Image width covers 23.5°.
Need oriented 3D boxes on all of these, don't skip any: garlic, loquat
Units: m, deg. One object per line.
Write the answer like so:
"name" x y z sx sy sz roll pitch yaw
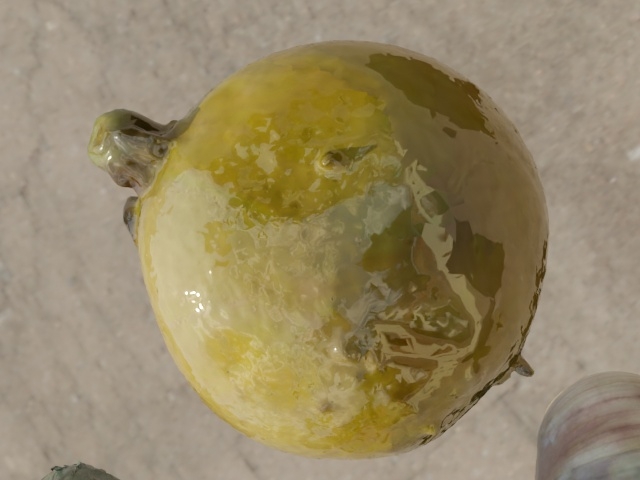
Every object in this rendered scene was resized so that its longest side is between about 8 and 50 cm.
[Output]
"garlic" 0.205 0.236 1.249 0.245 0.253 0.245 170 90 -79
"loquat" 0.000 0.000 0.626 0.205 0.172 0.149 22 169 -9

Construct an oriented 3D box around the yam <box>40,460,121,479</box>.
"yam" -0.181 0.270 1.028 0.154 0.254 0.154 2 108 6
